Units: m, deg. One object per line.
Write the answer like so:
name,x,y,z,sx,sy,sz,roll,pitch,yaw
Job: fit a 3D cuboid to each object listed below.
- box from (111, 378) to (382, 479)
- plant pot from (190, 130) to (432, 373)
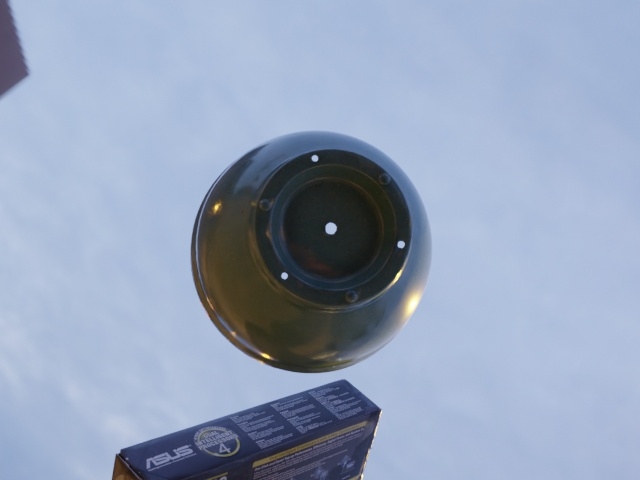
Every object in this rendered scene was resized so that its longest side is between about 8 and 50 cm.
box,-0.113,0.383,1.533,0.097,0.394,0.318,37,-55,37
plant pot,0.000,0.000,1.281,0.293,0.293,0.196,42,-12,1
